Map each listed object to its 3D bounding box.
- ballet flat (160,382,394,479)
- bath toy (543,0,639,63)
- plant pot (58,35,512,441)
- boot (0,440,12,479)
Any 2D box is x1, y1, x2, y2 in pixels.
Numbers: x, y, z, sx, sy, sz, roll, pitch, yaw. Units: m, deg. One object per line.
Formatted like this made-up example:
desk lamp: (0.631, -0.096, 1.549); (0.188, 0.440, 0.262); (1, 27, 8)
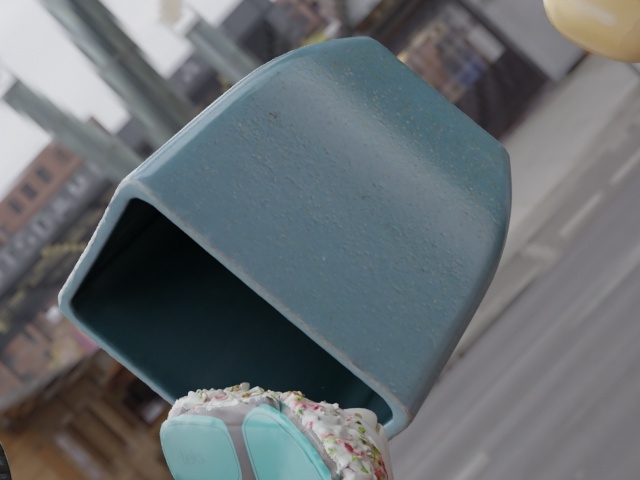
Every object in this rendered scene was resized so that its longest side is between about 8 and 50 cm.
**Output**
ballet flat: (-0.010, 0.111, 1.020); (0.077, 0.091, 0.241); (-17, 13, -25)
bath toy: (0.099, -0.191, 0.933); (0.151, 0.348, 0.129); (-60, -14, -4)
plant pot: (0.000, 0.000, 1.402); (0.252, 0.247, 0.248); (-50, 0, -29)
boot: (-0.213, 0.116, 1.095); (0.076, 0.198, 0.137); (-6, -4, -6)
